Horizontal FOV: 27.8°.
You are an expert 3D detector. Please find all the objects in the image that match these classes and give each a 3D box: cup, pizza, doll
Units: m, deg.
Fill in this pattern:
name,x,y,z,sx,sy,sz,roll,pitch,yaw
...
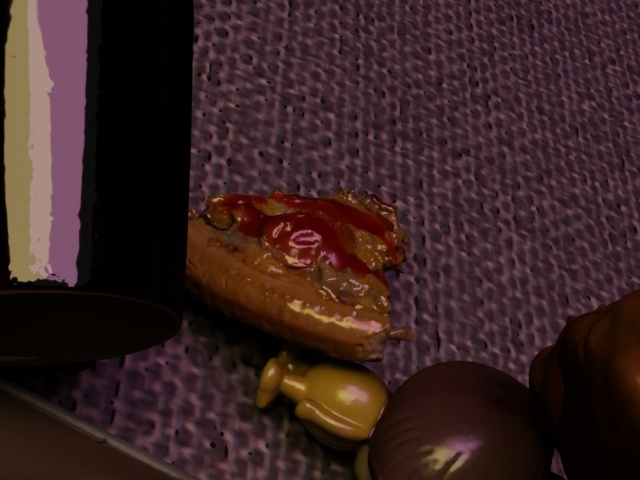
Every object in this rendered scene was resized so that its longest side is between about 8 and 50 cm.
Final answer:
name,x,y,z,sx,sy,sz,roll,pitch,yaw
cup,-0.128,-0.029,0.672,0.239,0.166,0.177,38,43,-65
pizza,0.000,0.000,0.833,0.188,0.062,0.199,26,27,20
doll,0.059,0.114,0.780,0.188,0.096,0.145,27,19,29

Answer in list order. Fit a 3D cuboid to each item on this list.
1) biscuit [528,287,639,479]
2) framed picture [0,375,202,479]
name,x,y,z,sx,sy,sz,roll,pitch,yaw
biscuit,0.226,0.200,0.554,0.166,0.342,0.395,-17,81,4
framed picture,-0.194,0.074,0.545,0.217,0.017,0.274,22,3,30
